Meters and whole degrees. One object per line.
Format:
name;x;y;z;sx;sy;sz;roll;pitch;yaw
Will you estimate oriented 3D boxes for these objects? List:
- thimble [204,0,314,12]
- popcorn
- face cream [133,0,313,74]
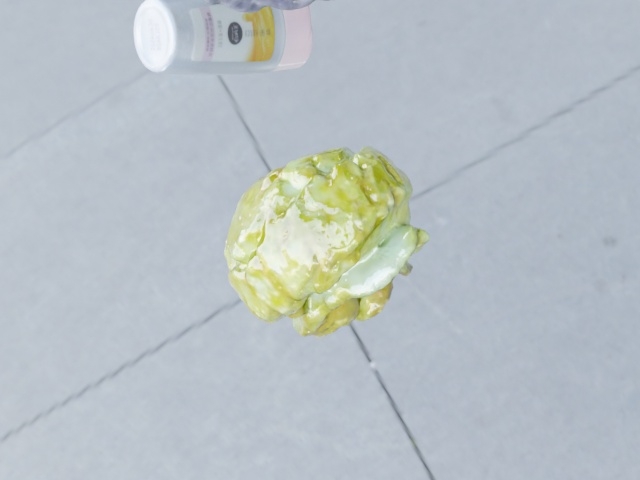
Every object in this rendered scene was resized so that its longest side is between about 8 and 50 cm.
thimble;-0.022;-0.208;0.792;0.150;0.150;0.097;-14;79;19
popcorn;0.000;0.000;1.349;0.204;0.221;0.183;-29;79;-36
face cream;-0.086;-0.199;1.233;0.057;0.084;0.198;4;13;41
